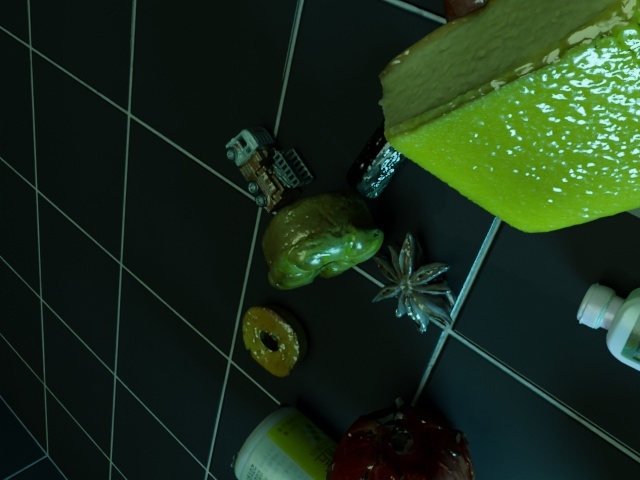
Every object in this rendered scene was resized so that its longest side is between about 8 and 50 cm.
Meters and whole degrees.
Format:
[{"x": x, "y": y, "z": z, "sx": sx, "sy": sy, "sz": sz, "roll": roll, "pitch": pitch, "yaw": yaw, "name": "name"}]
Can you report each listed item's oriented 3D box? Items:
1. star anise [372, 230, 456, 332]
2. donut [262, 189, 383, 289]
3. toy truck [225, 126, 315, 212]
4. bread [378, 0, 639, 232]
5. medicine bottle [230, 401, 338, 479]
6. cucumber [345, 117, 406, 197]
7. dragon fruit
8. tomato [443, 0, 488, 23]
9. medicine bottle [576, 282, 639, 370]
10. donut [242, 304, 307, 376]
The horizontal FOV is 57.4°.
[{"x": 0.168, "y": 0.071, "z": 1.071, "sx": 0.182, "sy": 0.065, "sz": 0.195, "roll": 17, "pitch": 122, "yaw": 41, "name": "star anise"}, {"x": 0.000, "y": 0.000, "z": 1.082, "sx": 0.261, "sy": 0.209, "sz": 0.128, "roll": -40, "pitch": 66, "yaw": 64, "name": "donut"}, {"x": -0.107, "y": -0.159, "z": 1.205, "sx": 0.115, "sy": 0.080, "sz": 0.177, "roll": -42, "pitch": 80, "yaw": 38, "name": "toy truck"}, {"x": 0.287, "y": -0.148, "z": 0.696, "sx": 0.324, "sy": 0.333, "sz": 0.143, "roll": -20, "pitch": 53, "yaw": 45, "name": "bread"}, {"x": -0.002, "y": 0.566, "z": 1.320, "sx": 0.379, "sy": 0.214, "sz": 0.213, "roll": 34, "pitch": 127, "yaw": 26, "name": "medicine bottle"}, {"x": 0.119, "y": -0.170, "z": 1.010, "sx": 0.078, "sy": 0.062, "sz": 0.211, "roll": 48, "pitch": 132, "yaw": 17, "name": "cucumber"}, {"x": 0.153, "y": 0.458, "z": 1.080, "sx": 0.296, "sy": 0.296, "sz": 0.301, "roll": 27, "pitch": 135, "yaw": 31, "name": "dragon fruit"}, {"x": 0.261, "y": -0.333, "z": 0.731, "sx": 0.232, "sy": 0.188, "sz": 0.232, "roll": 6, "pitch": 129, "yaw": 8, "name": "tomato"}, {"x": 0.475, "y": 0.132, "z": 0.810, "sx": 0.219, "sy": 0.078, "sz": 0.115, "roll": 27, "pitch": 125, "yaw": 31, "name": "medicine bottle"}, {"x": -0.104, "y": 0.227, "z": 1.375, "sx": 0.178, "sy": 0.065, "sz": 0.162, "roll": 47, "pitch": 127, "yaw": 18, "name": "donut"}]
